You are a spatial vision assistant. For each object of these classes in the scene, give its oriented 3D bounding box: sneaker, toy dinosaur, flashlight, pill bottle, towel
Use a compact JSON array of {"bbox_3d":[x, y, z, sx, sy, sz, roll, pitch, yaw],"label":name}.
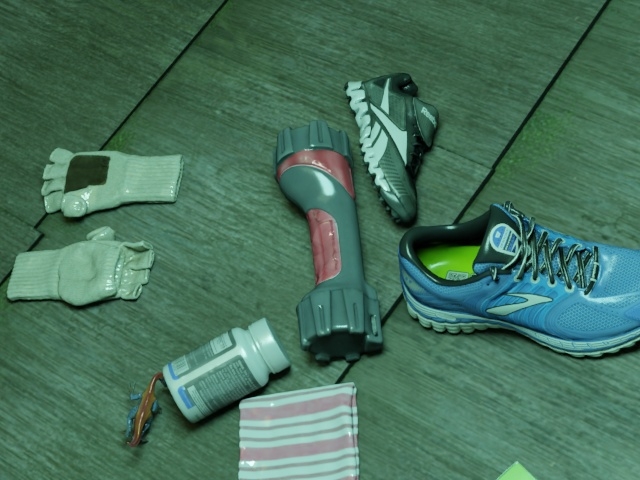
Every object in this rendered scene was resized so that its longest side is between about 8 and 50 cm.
[{"bbox_3d":[0.101,-0.126,2.046,0.106,0.078,0.234,-22,50,10],"label":"sneaker"},{"bbox_3d":[0.235,0.040,1.836,0.330,0.147,0.129,2,58,22],"label":"sneaker"},{"bbox_3d":[-0.202,0.198,1.954,0.082,0.047,0.090,-64,23,7],"label":"toy dinosaur"},{"bbox_3d":[0.000,0.000,1.989,0.103,0.103,0.304,-31,47,34],"label":"flashlight"},{"bbox_3d":[-0.110,0.151,1.940,0.137,0.078,0.078,-28,52,1],"label":"pill bottle"},{"bbox_3d":[-0.027,0.253,1.868,0.144,0.029,0.197,-10,54,14],"label":"towel"}]

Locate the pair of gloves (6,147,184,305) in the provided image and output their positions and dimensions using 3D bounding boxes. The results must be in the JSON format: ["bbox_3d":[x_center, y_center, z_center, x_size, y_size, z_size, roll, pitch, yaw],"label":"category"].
[{"bbox_3d":[-0.298,-0.021,2.156,0.204,0.042,0.240,3,59,23],"label":"pair of gloves"}]

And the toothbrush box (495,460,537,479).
[{"bbox_3d":[0.258,0.375,1.559,0.122,0.206,0.283,-40,52,-9],"label":"toothbrush box"}]
